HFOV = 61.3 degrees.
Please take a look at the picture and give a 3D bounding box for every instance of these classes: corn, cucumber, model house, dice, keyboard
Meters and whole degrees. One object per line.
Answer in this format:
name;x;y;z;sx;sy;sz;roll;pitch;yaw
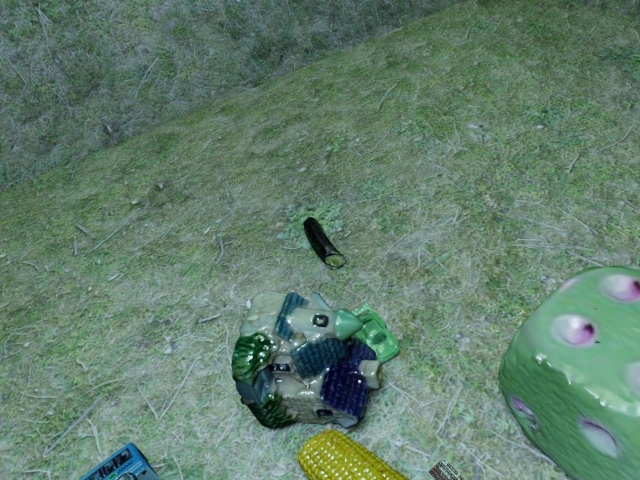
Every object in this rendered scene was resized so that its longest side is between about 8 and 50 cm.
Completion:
corn;0.109;0.500;1.050;0.387;0.143;0.144;29;58;36
cucumber;-0.002;0.001;1.688;0.067;0.067;0.245;-26;40;-11
model house;-0.012;0.272;1.216;0.285;0.298;0.243;-1;44;16
dice;0.559;0.264;1.029;0.322;0.318;0.330;-33;45;-19
keyboard;0.289;0.507;1.076;0.055;0.017;0.166;-33;44;-18

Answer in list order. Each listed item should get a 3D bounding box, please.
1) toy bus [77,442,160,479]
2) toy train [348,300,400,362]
toy bus;-0.479;0.572;1.178;0.246;0.113;0.134;-34;40;-22
toy train;0.132;0.237;1.371;0.099;0.081;0.149;-26;42;-12
